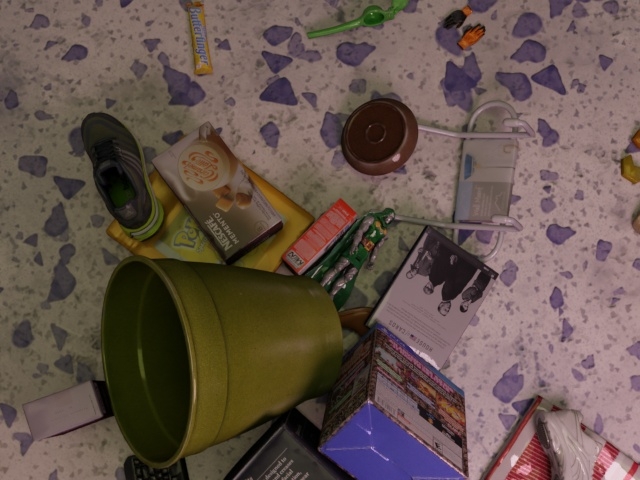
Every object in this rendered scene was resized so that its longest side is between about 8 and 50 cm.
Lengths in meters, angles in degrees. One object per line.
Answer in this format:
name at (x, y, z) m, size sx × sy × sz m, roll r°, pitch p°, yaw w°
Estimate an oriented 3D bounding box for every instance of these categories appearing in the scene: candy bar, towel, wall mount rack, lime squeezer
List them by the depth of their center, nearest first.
towel at (0.510, 0.499, 1.940) m, size 0.329 × 0.037 × 0.237 m, roll 35°, pitch 81°, yaw 2°
wall mount rack at (0.272, -0.136, 1.977) m, size 0.304 × 0.130 × 0.350 m, roll 3°, pitch 79°, yaw 30°
candy bar at (-0.255, -0.425, 2.034) m, size 0.040 × 0.018 × 0.161 m, roll -7°, pitch 83°, yaw -5°
lime squeezer at (0.116, -0.507, 2.049) m, size 0.310 × 0.059 × 0.110 m, roll -44°, pitch 87°, yaw -7°

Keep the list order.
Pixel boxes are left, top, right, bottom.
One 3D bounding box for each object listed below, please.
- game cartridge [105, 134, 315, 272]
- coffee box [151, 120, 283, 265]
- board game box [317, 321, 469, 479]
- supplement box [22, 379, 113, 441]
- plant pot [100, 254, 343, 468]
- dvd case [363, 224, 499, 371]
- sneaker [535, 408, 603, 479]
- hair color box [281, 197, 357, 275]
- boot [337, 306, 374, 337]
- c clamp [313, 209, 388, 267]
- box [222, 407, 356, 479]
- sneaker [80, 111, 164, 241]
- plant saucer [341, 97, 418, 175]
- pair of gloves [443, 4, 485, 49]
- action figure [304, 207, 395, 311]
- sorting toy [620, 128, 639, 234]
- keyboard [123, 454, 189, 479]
game cartridge at (-0.222, -0.029, 1.963) m, size 0.324 × 0.052 × 0.285 m, roll 37°, pitch 81°, yaw 1°
coffee box at (-0.201, -0.089, 1.902) m, size 0.141 × 0.098 × 0.246 m, roll -35°, pitch 84°, yaw -7°
board game box at (0.138, 0.327, 1.780) m, size 0.232 × 0.291 × 0.141 m, roll 40°, pitch 111°, yaw -9°
supplement box at (-0.456, 0.314, 1.804) m, size 0.130 × 0.239 × 0.073 m, roll -20°, pitch 82°, yaw -6°
plant pot at (-0.163, 0.193, 1.759) m, size 0.353 × 0.366 × 0.366 m, roll -6°, pitch 81°, yaw -35°
dvd case at (0.221, 0.117, 1.920) m, size 0.179 × 0.029 × 0.238 m, roll 35°, pitch 81°, yaw -7°
sneaker at (0.506, 0.437, 1.892) m, size 0.115 × 0.090 × 0.232 m, roll -11°, pitch 80°, yaw -9°
hair color box at (0.000, 0.000, 1.933) m, size 0.167 × 0.093 × 0.053 m, roll -44°, pitch 79°, yaw -6°
boot at (0.112, 0.208, 1.941) m, size 0.197 × 0.073 × 0.152 m, roll -2°, pitch 87°, yaw -1°
c clamp at (0.036, 0.009, 1.987) m, size 0.137 × 0.022 × 0.160 m, roll 41°, pitch 82°, yaw 4°
box at (0.014, 0.522, 1.765) m, size 0.395 × 0.293 × 0.212 m, roll 43°, pitch 89°, yaw 4°
sneaker at (-0.401, -0.145, 1.907) m, size 0.111 × 0.121 × 0.300 m, roll -31°, pitch 65°, yaw 0°
plant saucer at (0.117, -0.217, 1.986) m, size 0.168 × 0.029 × 0.168 m, roll -5°, pitch 76°, yaw 21°
pair of gloves at (0.309, -0.458, 2.076) m, size 0.074 × 0.010 × 0.083 m, roll -37°, pitch 85°, yaw -7°
action figure at (0.071, 0.026, 1.936) m, size 0.232 × 0.137 × 0.063 m, roll -53°, pitch 43°, yaw -5°
sorting toy at (0.761, -0.090, 2.035) m, size 0.307 × 0.041 × 0.229 m, roll 35°, pitch 81°, yaw 2°
keyboard at (-0.260, 0.560, 1.888) m, size 0.202 × 0.033 × 0.317 m, roll -12°, pitch 84°, yaw -5°
